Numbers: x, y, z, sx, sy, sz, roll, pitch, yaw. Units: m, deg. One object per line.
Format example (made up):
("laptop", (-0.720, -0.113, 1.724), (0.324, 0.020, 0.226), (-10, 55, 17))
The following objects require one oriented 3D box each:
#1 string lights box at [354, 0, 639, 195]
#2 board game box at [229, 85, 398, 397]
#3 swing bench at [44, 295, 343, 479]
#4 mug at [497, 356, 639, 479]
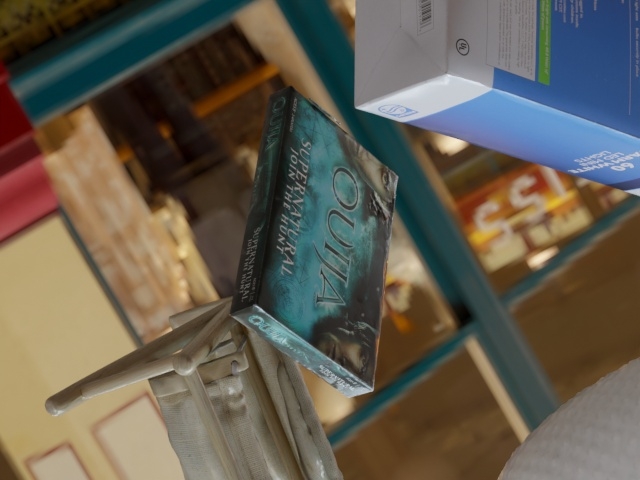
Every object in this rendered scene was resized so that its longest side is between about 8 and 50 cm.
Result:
("string lights box", (0.141, -0.115, 0.939), (0.259, 0.133, 0.076), (14, 160, -38))
("board game box", (0.000, 0.000, 1.149), (0.026, 0.126, 0.186), (-21, -133, 36))
("swing bench", (-0.079, 0.196, 1.481), (0.165, 0.253, 0.254), (-18, -173, 28))
("mug", (0.349, 0.314, 1.786), (0.328, 0.276, 0.374), (-34, -154, 36))
